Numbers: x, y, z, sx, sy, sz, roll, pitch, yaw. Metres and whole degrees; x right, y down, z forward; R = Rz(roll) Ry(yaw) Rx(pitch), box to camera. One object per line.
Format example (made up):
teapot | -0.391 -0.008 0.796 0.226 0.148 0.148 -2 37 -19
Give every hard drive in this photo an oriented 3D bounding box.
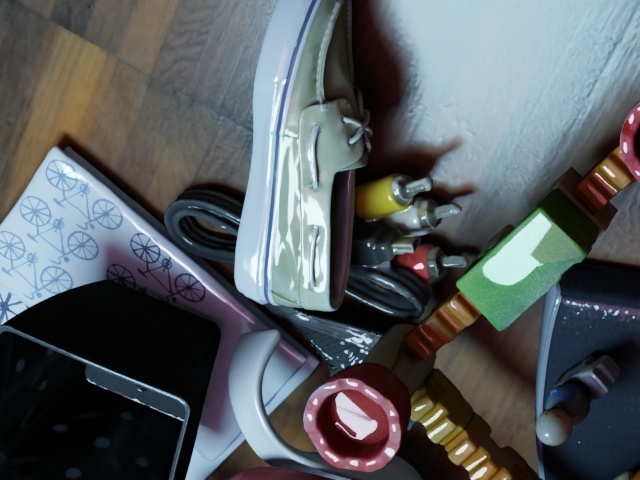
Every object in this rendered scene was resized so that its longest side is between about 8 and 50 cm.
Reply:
hard drive | 0.268 0.146 1.723 0.172 0.054 0.254 9 120 19

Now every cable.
cable | 0.000 0.000 1.775 0.287 0.072 0.139 3 132 35

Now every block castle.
block castle | 0.233 0.104 1.557 0.303 0.213 0.453 46 120 -1

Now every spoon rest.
spoon rest | 0.009 0.203 1.819 0.276 0.084 0.137 49 146 -21

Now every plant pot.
plant pot | -0.189 0.142 1.806 0.187 0.167 0.188 21 124 10

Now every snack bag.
snack bag | -0.215 0.114 1.924 0.323 0.037 0.342 41 125 -2

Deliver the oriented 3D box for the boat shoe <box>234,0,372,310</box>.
boat shoe | -0.002 -0.085 1.664 0.094 0.109 0.302 14 110 17

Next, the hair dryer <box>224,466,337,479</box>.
hair dryer | -0.005 0.267 1.828 0.224 0.080 0.293 19 162 -29

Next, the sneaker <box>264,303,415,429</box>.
sneaker | 0.019 0.104 1.808 0.170 0.051 0.089 19 120 10
